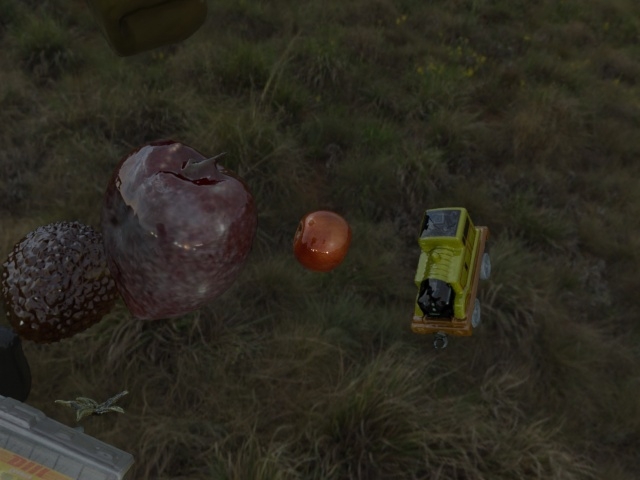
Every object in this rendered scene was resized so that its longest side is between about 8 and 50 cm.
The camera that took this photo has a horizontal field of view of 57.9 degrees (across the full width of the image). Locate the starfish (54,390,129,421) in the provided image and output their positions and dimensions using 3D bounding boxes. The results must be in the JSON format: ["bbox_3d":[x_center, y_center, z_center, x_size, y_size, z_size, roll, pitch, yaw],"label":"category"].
[{"bbox_3d":[-0.650,0.474,1.638,0.207,0.053,0.176,-3,1,8],"label":"starfish"}]

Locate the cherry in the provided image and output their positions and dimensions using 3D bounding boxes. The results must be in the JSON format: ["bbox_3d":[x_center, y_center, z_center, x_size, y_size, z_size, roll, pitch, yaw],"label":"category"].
[{"bbox_3d":[-0.207,-0.011,0.831,0.230,0.301,0.203,35,24,19],"label":"cherry"}]

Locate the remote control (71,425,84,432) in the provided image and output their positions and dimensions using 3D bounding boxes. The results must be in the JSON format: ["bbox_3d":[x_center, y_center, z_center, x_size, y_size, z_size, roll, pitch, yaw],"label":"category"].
[{"bbox_3d":[-0.614,0.449,1.289,0.166,0.065,0.029,10,54,-60],"label":"remote control"}]

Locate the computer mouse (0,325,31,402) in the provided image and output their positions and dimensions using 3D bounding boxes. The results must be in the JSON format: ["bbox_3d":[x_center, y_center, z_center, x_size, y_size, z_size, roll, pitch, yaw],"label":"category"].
[{"bbox_3d":[-0.883,0.340,1.544,0.182,0.324,0.116,-14,43,-28],"label":"computer mouse"}]

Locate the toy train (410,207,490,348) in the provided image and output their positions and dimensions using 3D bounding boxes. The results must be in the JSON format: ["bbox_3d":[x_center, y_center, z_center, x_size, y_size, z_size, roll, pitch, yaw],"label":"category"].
[{"bbox_3d":[0.181,0.044,0.823,0.089,0.127,0.220,-1,54,32],"label":"toy train"}]

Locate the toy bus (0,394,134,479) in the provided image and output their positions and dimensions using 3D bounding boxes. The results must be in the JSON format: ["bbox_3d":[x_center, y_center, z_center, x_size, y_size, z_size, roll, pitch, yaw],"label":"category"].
[{"bbox_3d":[-0.414,0.316,0.846,0.268,0.106,0.092,25,0,-1],"label":"toy bus"}]

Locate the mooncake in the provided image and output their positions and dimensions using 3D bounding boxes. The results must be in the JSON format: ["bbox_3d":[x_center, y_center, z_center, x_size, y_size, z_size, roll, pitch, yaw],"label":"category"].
[{"bbox_3d":[-0.411,-0.643,1.225,0.262,0.467,0.467,-23,49,-17],"label":"mooncake"}]

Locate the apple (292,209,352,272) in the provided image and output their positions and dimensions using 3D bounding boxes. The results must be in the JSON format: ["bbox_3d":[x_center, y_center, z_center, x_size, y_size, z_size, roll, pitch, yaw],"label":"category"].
[{"bbox_3d":[0.000,0.000,1.473,0.139,0.163,0.164,15,36,-23],"label":"apple"}]

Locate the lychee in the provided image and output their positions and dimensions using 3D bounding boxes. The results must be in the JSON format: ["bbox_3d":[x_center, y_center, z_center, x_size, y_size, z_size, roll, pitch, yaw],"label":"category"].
[{"bbox_3d":[-0.520,0.087,1.163,0.235,0.236,0.271,12,38,-2],"label":"lychee"}]
